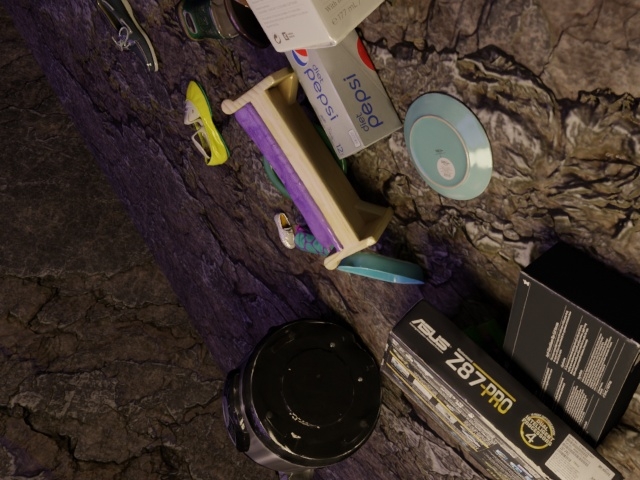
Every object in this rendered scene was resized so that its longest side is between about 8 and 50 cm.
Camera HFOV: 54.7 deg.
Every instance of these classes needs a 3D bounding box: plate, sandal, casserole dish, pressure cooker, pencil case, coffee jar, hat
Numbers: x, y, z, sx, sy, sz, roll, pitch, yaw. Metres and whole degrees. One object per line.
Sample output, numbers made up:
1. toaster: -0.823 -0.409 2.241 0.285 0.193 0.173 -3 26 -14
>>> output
1. plate: 0.198 -0.147 1.008 0.188 0.024 0.188 39 146 33
2. sandal: -0.145 -0.485 1.205 0.060 0.090 0.219 -8 104 38
3. casserole dish: 0.121 0.054 1.217 0.114 0.188 0.037 -5 73 59
4. pressure cooker: -0.065 0.430 1.649 0.375 0.370 0.420 40 152 0
5. pencil case: 0.000 0.000 1.439 0.151 0.064 0.070 9 141 56
6. coffee jar: -0.244 -0.486 1.346 0.184 0.079 0.096 21 137 49
7. hat: -0.017 -0.197 1.317 0.208 0.183 0.173 43 120 -4

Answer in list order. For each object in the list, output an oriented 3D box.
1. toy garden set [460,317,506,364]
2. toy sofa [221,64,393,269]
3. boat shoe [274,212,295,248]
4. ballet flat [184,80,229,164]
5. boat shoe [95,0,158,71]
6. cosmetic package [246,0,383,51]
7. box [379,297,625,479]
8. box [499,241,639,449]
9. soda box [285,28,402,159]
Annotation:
1. toy garden set: 0.311 0.273 1.208 0.204 0.049 0.244 56 153 6
2. toy sofa: -0.036 -0.130 1.160 0.177 0.150 0.363 -27 103 28
3. boat shoe: -0.087 -0.026 1.593 0.035 0.035 0.100 -6 105 63
4. ballet flat: -0.318 -0.307 1.648 0.077 0.077 0.231 8 124 57
5. boat shoe: -0.546 -0.585 1.750 0.255 0.079 0.095 62 152 -6
6. cosmetic package: -0.048 -0.472 0.801 0.156 0.217 0.385 16 147 53
7. box: 0.279 0.303 1.075 0.395 0.097 0.318 42 163 18
8. box: 0.380 0.161 0.925 0.184 0.103 0.261 35 145 35
9. soda box: 0.024 -0.294 1.069 0.286 0.098 0.091 63 153 -6
